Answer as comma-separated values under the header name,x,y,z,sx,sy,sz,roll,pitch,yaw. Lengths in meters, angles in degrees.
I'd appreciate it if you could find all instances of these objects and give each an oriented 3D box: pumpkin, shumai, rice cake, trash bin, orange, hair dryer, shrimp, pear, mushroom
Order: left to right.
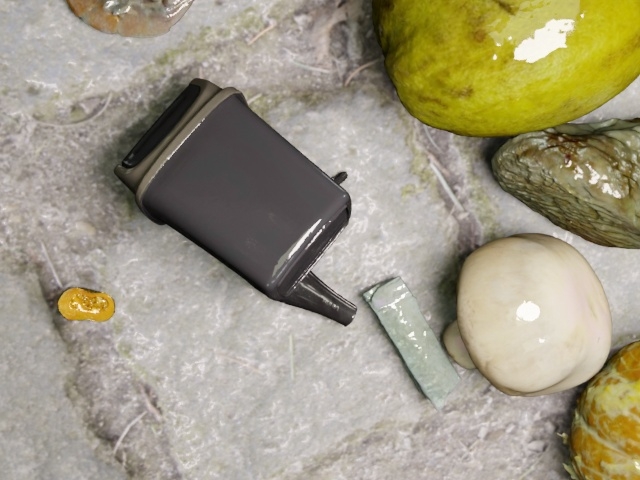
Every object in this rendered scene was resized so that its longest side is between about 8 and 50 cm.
name,x,y,z,sx,sy,sz,roll,pitch,yaw
pumpkin,-0.344,0.094,1.263,0.083,0.028,0.050,14,97,-14
shrimp,-0.212,-0.375,1.208,0.317,0.062,0.164,-7,101,1
trash bin,-0.117,-0.071,1.161,0.290,0.182,0.209,38,81,10
hair dryer,0.000,0.000,1.266,0.195,0.075,0.219,29,86,-13
rice cake,0.141,0.148,1.284,0.069,0.063,0.206,-33,98,-6
mushroom,0.279,0.112,1.229,0.234,0.254,0.260,-21,119,41
pear,0.259,-0.309,1.113,0.413,0.352,0.352,-27,97,-3
shumai,0.389,-0.122,1.211,0.272,0.222,0.203,28,82,-30
orange,0.514,0.285,1.221,0.329,0.249,0.329,-6,110,-17
